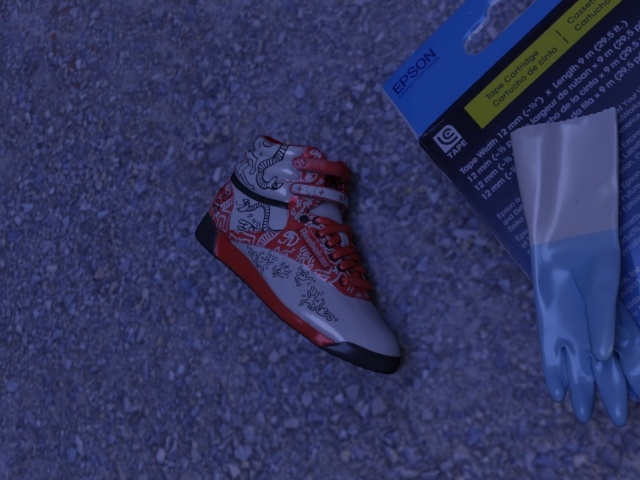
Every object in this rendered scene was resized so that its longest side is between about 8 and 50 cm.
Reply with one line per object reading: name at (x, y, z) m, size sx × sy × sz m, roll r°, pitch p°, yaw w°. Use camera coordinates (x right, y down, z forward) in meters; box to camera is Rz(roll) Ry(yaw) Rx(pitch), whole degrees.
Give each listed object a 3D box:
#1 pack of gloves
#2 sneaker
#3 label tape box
pack of gloves at (0.231, 0.007, 0.623) m, size 0.195 × 0.046 × 0.232 m, roll -13°, pitch 73°, yaw 27°
sneaker at (-0.001, -0.001, 0.875) m, size 0.270 × 0.090 × 0.145 m, roll 37°, pitch 100°, yaw 36°
label tape box at (0.243, -0.079, 0.733) m, size 0.249 × 0.115 × 0.348 m, roll -43°, pitch 58°, yaw 15°
